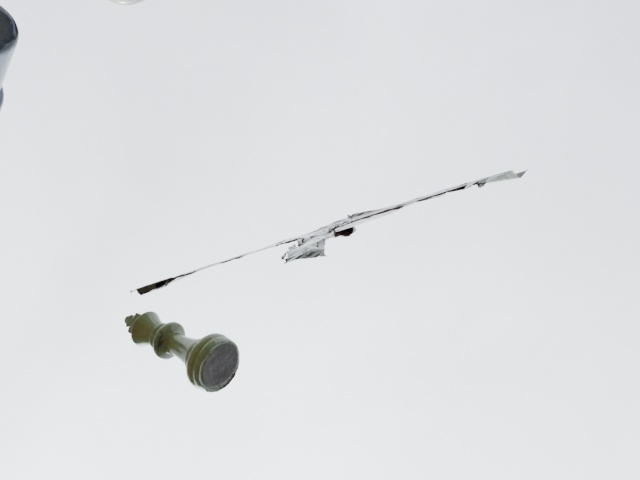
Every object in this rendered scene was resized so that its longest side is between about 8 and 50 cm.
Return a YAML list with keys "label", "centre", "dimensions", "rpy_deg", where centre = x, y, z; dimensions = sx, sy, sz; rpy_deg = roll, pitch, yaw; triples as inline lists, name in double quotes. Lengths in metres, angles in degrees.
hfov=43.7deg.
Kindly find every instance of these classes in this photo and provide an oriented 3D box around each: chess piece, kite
- label: "chess piece"
  centre: [-0.154, 0.107, 0.830]
  dimensions: [0.149, 0.059, 0.059]
  rpy_deg: [17, -88, 37]
- label: "kite"
  centre: [-0.001, -0.001, 0.428]
  dimensions: [0.229, 0.250, 0.012]
  rpy_deg: [-19, -89, 8]

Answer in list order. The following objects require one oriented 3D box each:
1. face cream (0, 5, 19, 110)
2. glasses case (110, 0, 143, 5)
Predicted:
- label: "face cream"
  centre: [-0.406, -0.104, 0.851]
  dimensions: [0.385, 0.086, 0.135]
  rpy_deg: [-42, -104, 44]
- label: "glasses case"
  centre: [-0.142, -0.333, 0.826]
  dimensions: [0.233, 0.092, 0.059]
  rpy_deg: [-33, -130, 4]
